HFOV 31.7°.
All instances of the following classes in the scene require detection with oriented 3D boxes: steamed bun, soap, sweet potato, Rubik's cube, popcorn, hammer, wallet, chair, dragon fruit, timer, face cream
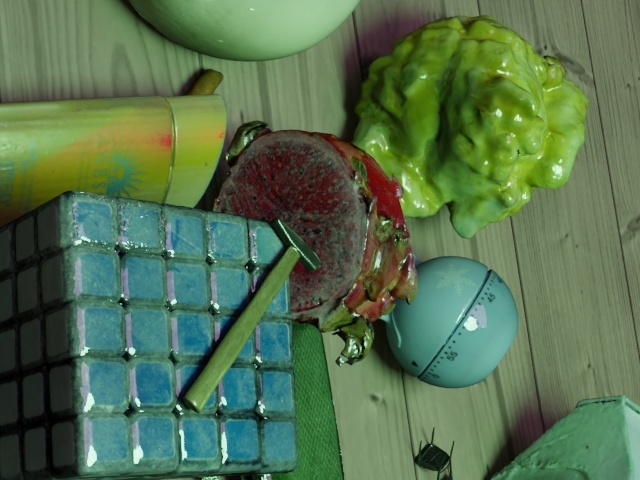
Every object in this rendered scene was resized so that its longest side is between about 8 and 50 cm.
[{"bbox_3d":[-0.074,-0.354,1.225,0.324,0.206,0.324,5,83,-44],"label":"steamed bun"},{"bbox_3d":[0.300,0.418,1.336,0.156,0.261,0.446,34,61,-26],"label":"soap"},{"bbox_3d":[-0.158,-0.141,1.234,0.179,0.044,0.044,-39,105,-37],"label":"sweet potato"},{"bbox_3d":[-0.181,0.102,1.022,0.237,0.238,0.237,9,72,-41],"label":"Rubik's cube"},{"bbox_3d":[0.188,-0.142,1.386,0.237,0.293,0.293,10,72,-58],"label":"popcorn"},{"bbox_3d":[-0.064,0.065,0.968,0.062,0.013,0.199,50,50,-22],"label":"hammer"},{"bbox_3d":[-0.038,0.195,1.238,0.160,0.055,0.236,-4,85,-53],"label":"wallet"},{"bbox_3d":[0.142,0.273,1.390,0.037,0.042,0.086,-38,140,-38],"label":"chair"},{"bbox_3d":[0.000,0.000,1.207,0.147,0.211,0.282,-3,61,-61],"label":"dragon fruit"},{"bbox_3d":[0.112,0.082,1.358,0.175,0.255,0.175,-50,150,-43],"label":"timer"},{"bbox_3d":[-0.223,-0.076,1.123,0.285,0.067,0.139,-10,123,-41],"label":"face cream"}]

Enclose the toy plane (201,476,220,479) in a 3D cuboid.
[{"bbox_3d":[-0.113,0.234,1.185,0.083,0.033,0.080,1,73,-39],"label":"toy plane"}]
